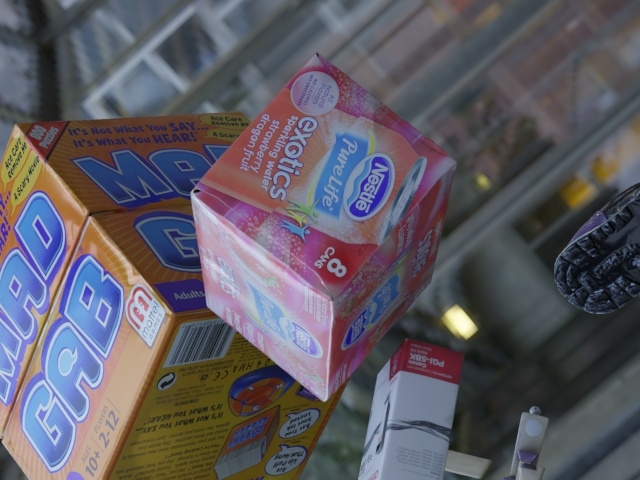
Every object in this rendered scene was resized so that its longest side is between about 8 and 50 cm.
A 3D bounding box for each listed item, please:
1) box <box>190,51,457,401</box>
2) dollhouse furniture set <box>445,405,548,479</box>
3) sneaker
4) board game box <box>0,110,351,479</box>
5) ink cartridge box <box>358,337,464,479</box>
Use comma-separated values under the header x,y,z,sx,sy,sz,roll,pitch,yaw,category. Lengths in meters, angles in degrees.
x,y,z,sx,sy,sz,roll,pitch,yaw,category
0.000,0.000,1.529,0.142,0.154,0.300,39,164,12,box
0.162,0.188,1.823,0.114,0.081,0.091,13,171,6,dollhouse furniture set
0.358,-0.043,1.900,0.107,0.283,0.124,50,-144,-12,sneaker
-0.196,0.092,2.341,0.356,0.356,0.356,-7,-137,-43,board game box
0.074,0.166,1.623,0.056,0.135,0.099,15,153,-7,ink cartridge box
